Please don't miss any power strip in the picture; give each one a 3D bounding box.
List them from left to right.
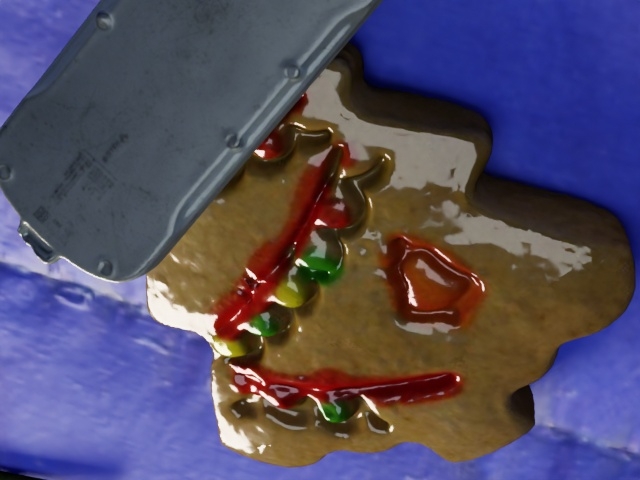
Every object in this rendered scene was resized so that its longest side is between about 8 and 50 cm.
[{"bbox_3d":[-0.038,-0.077,0.713,0.080,0.029,0.227,43,113,2],"label":"power strip"}]

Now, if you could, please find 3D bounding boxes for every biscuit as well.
[{"bbox_3d":[0.000,0.000,0.780,0.212,0.041,0.239,-28,113,34],"label":"biscuit"}]

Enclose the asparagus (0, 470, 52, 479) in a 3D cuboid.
[{"bbox_3d":[-0.181,0.111,0.939,0.166,0.013,0.016,11,169,13],"label":"asparagus"}]
